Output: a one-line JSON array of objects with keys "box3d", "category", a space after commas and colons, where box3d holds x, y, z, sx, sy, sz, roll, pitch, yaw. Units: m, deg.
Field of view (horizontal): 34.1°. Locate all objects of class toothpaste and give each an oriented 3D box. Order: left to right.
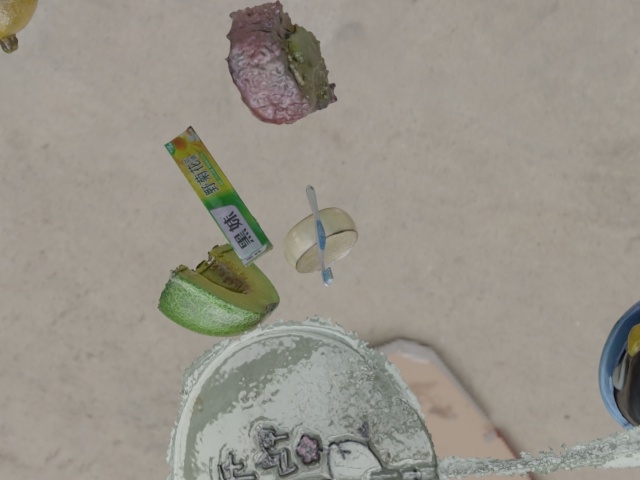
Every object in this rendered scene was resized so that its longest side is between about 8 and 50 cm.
[{"box3d": [-0.121, -0.054, 1.241, 0.043, 0.178, 0.037, -34, 164, -3], "category": "toothpaste"}]

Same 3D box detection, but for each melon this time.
[{"box3d": [-0.178, 0.117, 1.857, 0.169, 0.265, 0.129, 35, 107, 8], "category": "melon"}]

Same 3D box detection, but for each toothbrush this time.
[{"box3d": [-0.003, -0.008, 1.272, 0.014, 0.162, 0.017, 19, 129, -31], "category": "toothbrush"}]

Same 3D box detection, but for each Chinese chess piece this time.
[{"box3d": [0.000, 0.000, 1.629, 0.122, 0.051, 0.122, -27, 159, -11], "category": "Chinese chess piece"}]

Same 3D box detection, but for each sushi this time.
[{"box3d": [-0.048, -0.226, 1.491, 0.107, 0.161, 0.241, -14, 141, 18], "category": "sushi"}]

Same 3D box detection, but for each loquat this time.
[{"box3d": [-0.536, -0.399, 1.682, 0.172, 0.149, 0.204, -24, 119, -5], "category": "loquat"}]

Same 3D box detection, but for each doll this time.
[{"box3d": [0.371, 0.129, 1.074, 0.141, 0.314, 0.177, 37, 94, 4], "category": "doll"}]

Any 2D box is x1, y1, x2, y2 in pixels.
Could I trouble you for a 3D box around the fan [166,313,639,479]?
[{"box3d": [0.057, 0.157, 0.698, 0.414, 0.012, 0.233, -11, 87, 32], "category": "fan"}]
